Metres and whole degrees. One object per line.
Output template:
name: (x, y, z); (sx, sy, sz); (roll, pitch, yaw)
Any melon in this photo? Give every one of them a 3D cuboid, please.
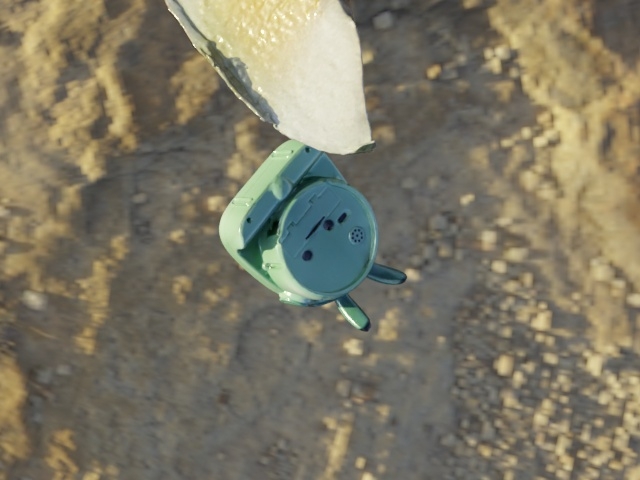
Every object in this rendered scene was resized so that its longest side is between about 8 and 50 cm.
melon: (-0.007, -0.135, 1.073); (0.202, 0.093, 0.139); (52, 24, 16)

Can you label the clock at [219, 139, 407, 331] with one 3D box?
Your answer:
clock: (0.000, 0.000, 1.239); (0.135, 0.041, 0.101); (46, 70, -24)
